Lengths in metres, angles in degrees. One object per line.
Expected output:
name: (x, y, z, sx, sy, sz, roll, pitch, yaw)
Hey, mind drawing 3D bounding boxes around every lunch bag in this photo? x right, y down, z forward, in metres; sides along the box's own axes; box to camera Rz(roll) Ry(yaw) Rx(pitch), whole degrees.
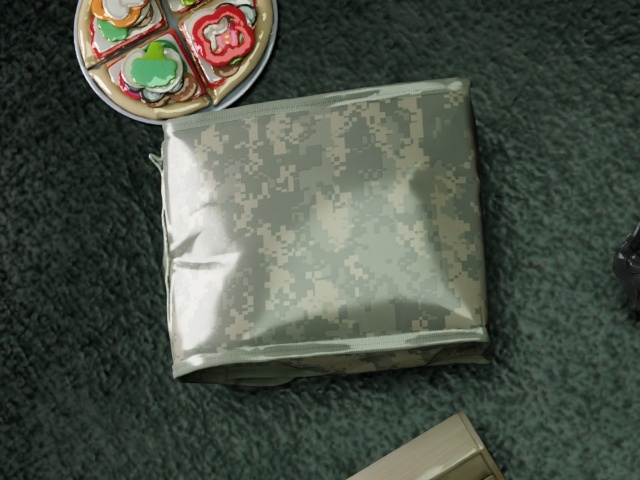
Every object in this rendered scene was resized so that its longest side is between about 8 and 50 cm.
lunch bag: (0.000, 0.000, 1.461, 0.287, 0.169, 0.235, -5, 78, 5)

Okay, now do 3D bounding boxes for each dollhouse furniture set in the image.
dollhouse furniture set: (0.113, 0.288, 1.367, 0.161, 0.212, 0.242, -31, 49, 2)

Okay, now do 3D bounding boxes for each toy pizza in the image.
toy pizza: (-0.141, -0.209, 1.598, 0.201, 0.032, 0.201, -2, 79, 10)

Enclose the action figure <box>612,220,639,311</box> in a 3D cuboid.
action figure: (0.386, 0.044, 1.387, 0.276, 0.164, 0.141, 26, 125, 21)
